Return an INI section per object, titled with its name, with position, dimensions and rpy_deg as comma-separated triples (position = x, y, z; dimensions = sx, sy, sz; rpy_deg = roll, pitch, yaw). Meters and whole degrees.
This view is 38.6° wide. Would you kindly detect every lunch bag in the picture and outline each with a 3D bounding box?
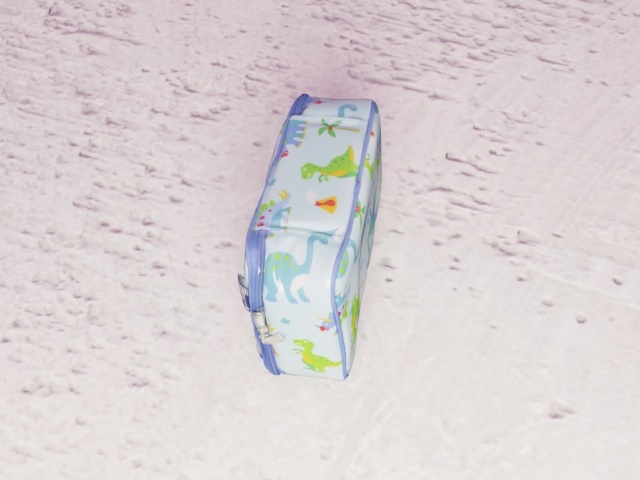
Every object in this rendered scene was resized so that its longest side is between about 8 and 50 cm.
[lunch bag]
position = 0.000, 0.000, 0.781
dimensions = 0.090, 0.176, 0.219
rpy_deg = 5, 54, 10
